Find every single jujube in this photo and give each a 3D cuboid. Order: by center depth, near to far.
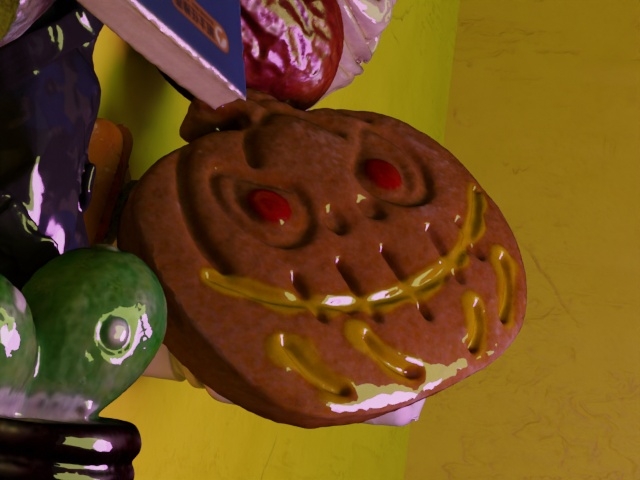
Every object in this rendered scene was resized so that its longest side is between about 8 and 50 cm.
[{"bbox_3d":[-0.086,-0.224,1.577,0.255,0.190,0.190,62,33,-44],"label":"jujube"}]

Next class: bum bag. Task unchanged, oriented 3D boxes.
[{"bbox_3d":[-0.220,-0.064,1.292,0.137,0.074,0.310,16,72,-57],"label":"bum bag"}]

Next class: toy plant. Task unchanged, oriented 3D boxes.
[{"bbox_3d":[-0.206,0.113,1.180,0.218,0.175,0.235,10,87,-52],"label":"toy plant"}]

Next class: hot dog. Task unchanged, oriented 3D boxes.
[{"bbox_3d":[-0.201,-0.017,1.416,0.092,0.062,0.236,74,24,-48],"label":"hot dog"}]

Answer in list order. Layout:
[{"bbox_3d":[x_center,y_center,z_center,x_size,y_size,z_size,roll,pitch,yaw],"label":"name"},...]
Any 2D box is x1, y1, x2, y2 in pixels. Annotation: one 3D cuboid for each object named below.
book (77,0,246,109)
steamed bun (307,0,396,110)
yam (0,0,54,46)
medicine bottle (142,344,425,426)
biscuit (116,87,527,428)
[{"bbox_3d":[-0.152,-0.333,1.148,0.300,0.039,0.428,37,41,-53],"label":"book"},{"bbox_3d":[-0.008,-0.290,1.811,0.276,0.203,0.289,77,21,-50],"label":"steamed bun"},{"bbox_3d":[-0.212,-0.233,1.176,0.330,0.133,0.133,-68,159,-62],"label":"yam"},{"bbox_3d":[-0.040,0.082,1.630,0.170,0.293,0.170,7,90,-75],"label":"medicine bottle"},{"bbox_3d":[0.004,-0.006,1.470,0.394,0.350,0.070,-27,163,-44],"label":"biscuit"}]
